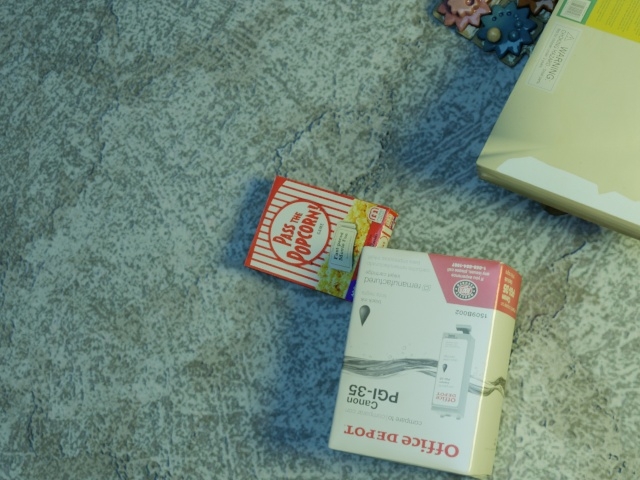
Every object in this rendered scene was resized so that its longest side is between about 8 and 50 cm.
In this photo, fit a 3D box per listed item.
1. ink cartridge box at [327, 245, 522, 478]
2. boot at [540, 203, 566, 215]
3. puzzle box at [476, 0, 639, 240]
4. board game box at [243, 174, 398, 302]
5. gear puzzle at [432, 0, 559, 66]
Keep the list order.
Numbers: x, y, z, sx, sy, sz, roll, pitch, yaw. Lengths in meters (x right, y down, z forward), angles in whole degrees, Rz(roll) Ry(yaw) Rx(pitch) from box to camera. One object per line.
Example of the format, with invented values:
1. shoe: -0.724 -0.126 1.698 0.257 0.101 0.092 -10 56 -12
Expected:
1. ink cartridge box: 0.144 0.164 1.481 0.207 0.117 0.283 6 81 23
2. boot: 0.408 -0.056 1.444 0.219 0.082 0.106 -24 68 13
3. puzzle box: 0.412 -0.211 1.433 0.272 0.052 0.409 24 74 21
4. board game box: 0.000 0.000 1.614 0.193 0.045 0.147 17 85 24
5. gear puzzle: 0.320 -0.423 1.579 0.175 0.044 0.339 40 95 24
